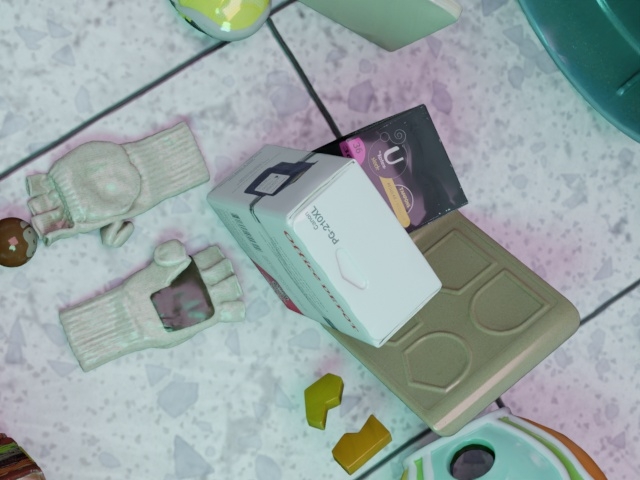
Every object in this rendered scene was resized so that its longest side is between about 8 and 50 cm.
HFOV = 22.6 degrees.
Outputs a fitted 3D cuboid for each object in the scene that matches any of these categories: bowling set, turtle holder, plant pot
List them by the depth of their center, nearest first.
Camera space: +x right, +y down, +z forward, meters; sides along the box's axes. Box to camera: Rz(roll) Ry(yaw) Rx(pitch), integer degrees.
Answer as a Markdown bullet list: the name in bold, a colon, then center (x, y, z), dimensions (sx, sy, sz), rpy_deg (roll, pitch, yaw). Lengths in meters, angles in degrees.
- **bowling set**: center (-0.387, -0.007, 1.626), dimensions (0.199, 0.154, 0.287), rpy_deg (-13, 92, -16)
- **turtle holder**: center (0.171, 0.327, 1.754), dimensions (0.320, 0.243, 0.227), rpy_deg (-32, 79, 24)
- **plant pot**: center (0.426, -0.329, 1.759), dimensions (0.334, 0.341, 0.341), rpy_deg (-36, 97, -10)

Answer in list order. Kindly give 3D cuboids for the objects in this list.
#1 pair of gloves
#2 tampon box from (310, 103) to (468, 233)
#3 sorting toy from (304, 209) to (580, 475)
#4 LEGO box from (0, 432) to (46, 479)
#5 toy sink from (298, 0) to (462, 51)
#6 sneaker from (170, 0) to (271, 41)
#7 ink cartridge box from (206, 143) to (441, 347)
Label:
- **pair of gloves**: center (-0.200, 0.004, 1.737), dimensions (0.204, 0.042, 0.240), rpy_deg (-16, 91, -16)
- **tampon box**: center (0.070, -0.068, 1.754), dimensions (0.101, 0.161, 0.120), rpy_deg (-26, 94, -15)
- **sorting toy**: center (0.103, 0.115, 1.768), dimensions (0.307, 0.041, 0.229), rpy_deg (-38, 57, -14)
- **LEGO box**: center (-0.287, 0.459, 1.523), dimensions (0.193, 0.372, 0.500), rpy_deg (-20, 93, -15)
- **toy sink**: center (0.075, -0.311, 1.727), dimensions (0.152, 0.234, 0.131), rpy_deg (27, 81, -12)
- **sneaker**: center (-0.113, -0.409, 1.724), dimensions (0.145, 0.147, 0.385), rpy_deg (-5, 90, -18)
- **ink cartridge box**: center (0.000, 0.000, 1.677), dimensions (0.100, 0.237, 0.172), rpy_deg (-41, 111, -14)
